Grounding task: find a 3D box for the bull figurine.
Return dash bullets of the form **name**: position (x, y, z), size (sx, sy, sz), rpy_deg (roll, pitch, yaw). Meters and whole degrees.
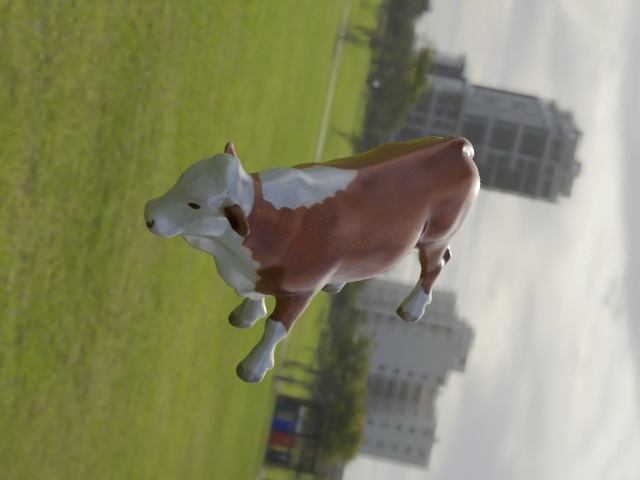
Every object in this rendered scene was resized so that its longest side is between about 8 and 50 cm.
- **bull figurine**: position (0.000, 0.000, 1.086), size (0.101, 0.310, 0.188), rpy_deg (48, -45, 33)
